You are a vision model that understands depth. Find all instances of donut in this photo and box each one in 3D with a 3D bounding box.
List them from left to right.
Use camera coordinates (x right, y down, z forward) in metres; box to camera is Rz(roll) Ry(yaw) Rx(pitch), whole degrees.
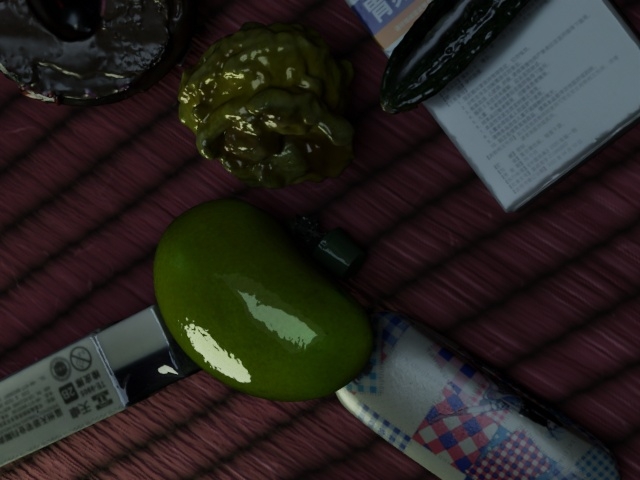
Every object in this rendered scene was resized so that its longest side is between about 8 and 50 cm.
[{"bbox_3d":[-0.259,-0.272,1.347,0.270,0.103,0.269,2,114,5],"label":"donut"}]

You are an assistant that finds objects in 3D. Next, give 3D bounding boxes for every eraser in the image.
[{"bbox_3d":[-0.318,0.187,1.474,0.404,0.096,0.098,-26,87,21],"label":"eraser"}]

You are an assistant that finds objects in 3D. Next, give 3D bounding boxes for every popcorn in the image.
[{"bbox_3d":[-0.053,-0.131,1.281,0.197,0.197,0.155,-9,66,22],"label":"popcorn"}]

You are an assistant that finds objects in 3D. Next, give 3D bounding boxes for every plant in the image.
[{"bbox_3d":[0.000,0.000,1.353,0.102,0.051,0.051,37,109,20],"label":"plant"}]

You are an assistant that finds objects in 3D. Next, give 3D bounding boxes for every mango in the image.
[{"bbox_3d":[-0.072,0.074,1.321,0.273,0.149,0.185,44,126,23],"label":"mango"}]

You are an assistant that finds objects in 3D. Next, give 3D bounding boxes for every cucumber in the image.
[{"bbox_3d":[0.147,-0.222,1.138,0.077,0.077,0.265,46,111,9],"label":"cucumber"}]

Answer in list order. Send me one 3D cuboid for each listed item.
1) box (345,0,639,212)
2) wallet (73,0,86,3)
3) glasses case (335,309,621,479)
[{"bbox_3d":[0.182,-0.204,1.223,0.200,0.106,0.299,-39,82,21],"label":"box"},{"bbox_3d":[-0.349,-0.390,1.380,0.170,0.044,0.321,-20,111,11],"label":"wallet"},{"bbox_3d":[0.160,0.196,1.305,0.327,0.076,0.125,33,110,14],"label":"glasses case"}]
